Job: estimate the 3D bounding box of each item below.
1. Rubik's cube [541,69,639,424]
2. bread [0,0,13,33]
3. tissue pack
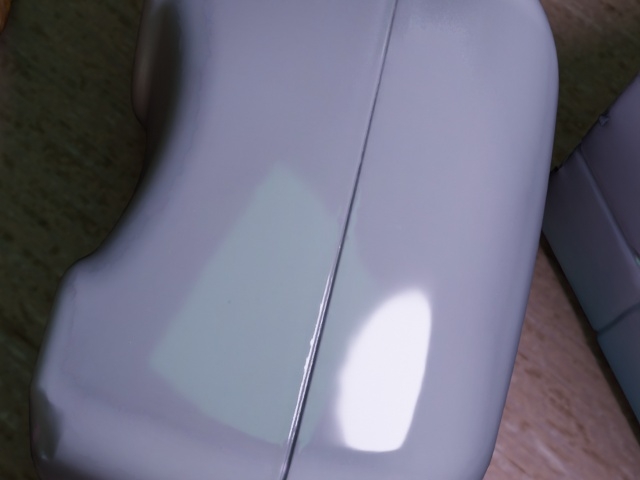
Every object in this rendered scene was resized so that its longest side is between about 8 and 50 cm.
[{"bbox_3d":[0.330,0.003,0.862,0.292,0.291,0.290,-21,77,-17],"label":"Rubik's cube"},{"bbox_3d":[-0.264,-0.100,0.874,0.143,0.139,0.229,19,68,5],"label":"bread"},{"bbox_3d":[0.000,0.000,0.832,0.236,0.229,0.333,14,70,-3],"label":"tissue pack"}]
